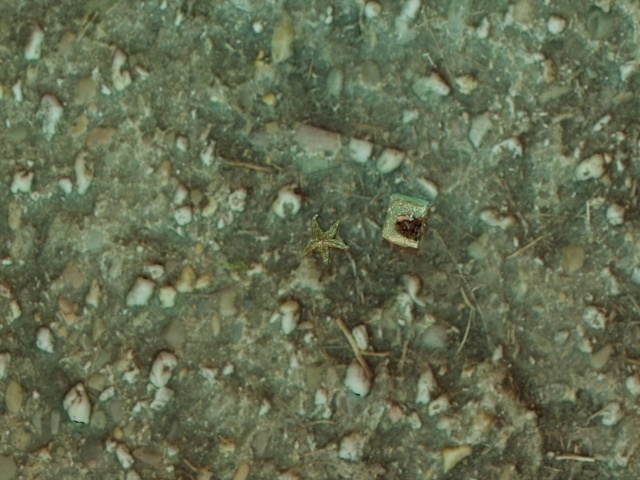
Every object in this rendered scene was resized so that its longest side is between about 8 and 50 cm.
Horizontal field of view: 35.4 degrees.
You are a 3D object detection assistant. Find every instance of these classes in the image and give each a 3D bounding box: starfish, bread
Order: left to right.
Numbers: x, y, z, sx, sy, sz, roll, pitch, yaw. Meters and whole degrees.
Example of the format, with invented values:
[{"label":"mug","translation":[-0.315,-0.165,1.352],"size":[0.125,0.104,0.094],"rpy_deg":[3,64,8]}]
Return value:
[{"label":"starfish","translation":[0.000,0.000,1.686],"size":[0.086,0.016,0.092],"rpy_deg":[-19,106,7]},{"label":"bread","translation":[0.139,-0.033,1.658],"size":[0.070,0.035,0.083],"rpy_deg":[18,106,2]}]
